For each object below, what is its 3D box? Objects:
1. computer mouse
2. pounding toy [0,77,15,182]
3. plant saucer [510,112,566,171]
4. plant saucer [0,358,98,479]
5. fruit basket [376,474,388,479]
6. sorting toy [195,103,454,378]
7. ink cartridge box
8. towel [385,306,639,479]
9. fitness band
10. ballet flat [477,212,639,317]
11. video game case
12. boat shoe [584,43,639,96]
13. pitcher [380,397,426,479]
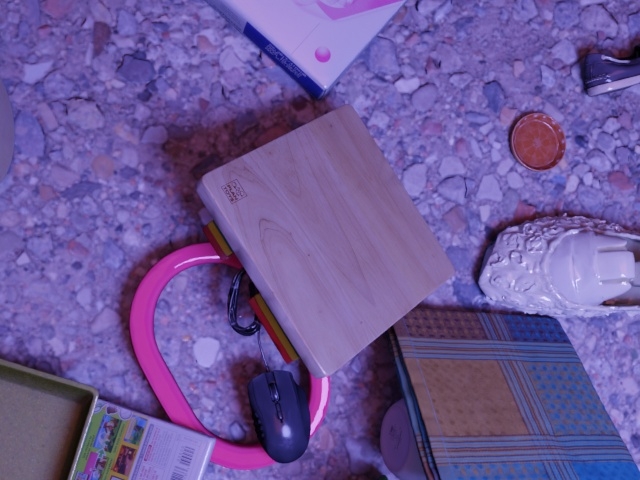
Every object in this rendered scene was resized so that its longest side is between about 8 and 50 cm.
[{"bbox_3d":[-0.062,0.148,0.942,0.071,0.041,0.242,-15,88,-9],"label":"computer mouse"},{"bbox_3d":[-0.450,-0.161,0.895,0.110,0.183,0.237,-5,85,14],"label":"pounding toy"},{"bbox_3d":[0.306,-0.138,1.112,0.083,0.013,0.084,1,85,-12],"label":"plant saucer"},{"bbox_3d":[-0.360,0.235,0.903,0.188,0.045,0.188,15,82,6],"label":"plant saucer"},{"bbox_3d":[0.163,0.460,0.886,0.391,0.283,0.392,0,90,2],"label":"fruit basket"},{"bbox_3d":[0.000,0.000,0.959,0.255,0.089,0.257,-33,90,-38],"label":"sorting toy"},{"bbox_3d":[-0.016,-0.414,1.043,0.324,0.071,0.330,40,80,-5],"label":"ink cartridge box"},{"bbox_3d":[0.229,0.222,0.919,0.271,0.370,0.040,7,128,-17],"label":"towel"},{"bbox_3d":[-0.112,0.140,0.982,0.209,0.054,0.291,-29,90,-10],"label":"fitness band"},{"bbox_3d":[0.422,0.035,1.061,0.408,0.147,0.147,3,84,-11],"label":"ballet flat"},{"bbox_3d":[-0.254,0.308,0.919,0.206,0.026,0.227,17,82,7],"label":"video game case"},{"bbox_3d":[0.472,-0.262,1.128,0.206,0.075,0.065,-17,92,-8],"label":"boat shoe"},{"bbox_3d":[0.180,0.280,1.001,0.207,0.125,0.178,9,97,-22],"label":"pitcher"}]
